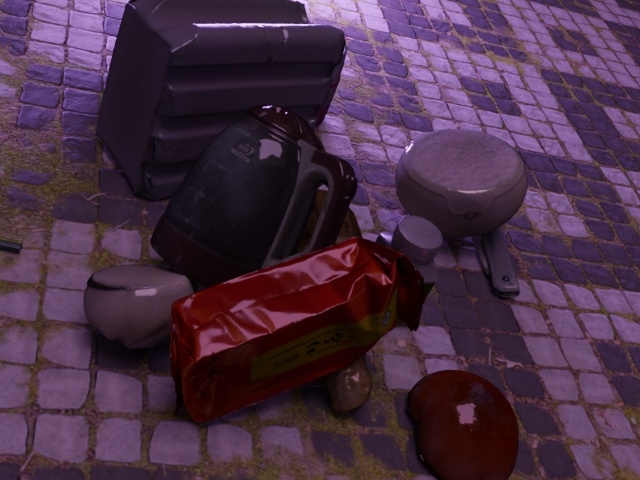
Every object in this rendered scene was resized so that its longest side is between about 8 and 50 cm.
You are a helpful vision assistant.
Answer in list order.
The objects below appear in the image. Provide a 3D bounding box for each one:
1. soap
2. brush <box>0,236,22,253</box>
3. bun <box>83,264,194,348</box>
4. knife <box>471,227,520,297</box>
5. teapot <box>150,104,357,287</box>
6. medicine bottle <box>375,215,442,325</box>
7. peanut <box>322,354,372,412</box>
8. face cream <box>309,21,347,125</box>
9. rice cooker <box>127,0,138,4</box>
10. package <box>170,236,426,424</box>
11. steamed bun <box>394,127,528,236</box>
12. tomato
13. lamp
[{"bbox_3d":[-0.196,-0.306,1.721,0.435,0.350,0.213,-15,44,-40],"label":"soap"},{"bbox_3d":[-0.543,0.001,1.429,0.083,0.019,0.021,18,48,-9],"label":"brush"},{"bbox_3d":[-0.287,0.110,1.351,0.172,0.120,0.173,2,10,0],"label":"bun"},{"bbox_3d":[0.372,0.021,1.857,0.073,0.041,0.265,1,43,-10],"label":"knife"},{"bbox_3d":[-0.092,-0.060,1.424,0.315,0.312,0.233,34,10,35],"label":"teapot"},{"bbox_3d":[0.151,0.051,1.587,0.088,0.188,0.132,2,44,-24],"label":"medicine bottle"},{"bbox_3d":[0.035,0.193,1.445,0.099,0.099,0.214,11,45,-16],"label":"peanut"},{"bbox_3d":[-0.043,-0.387,1.987,0.175,0.195,0.175,15,38,-12],"label":"face cream"},{"bbox_3d":[-0.324,-0.453,1.916,0.244,0.226,0.226,-14,52,-39],"label":"rice cooker"},{"bbox_3d":[-0.041,0.132,1.314,0.423,0.196,0.123,-20,54,-17],"label":"package"},{"bbox_3d":[0.300,-0.111,1.850,0.283,0.177,0.283,1,41,-1],"label":"steamed bun"},{"bbox_3d":[0.258,0.297,1.426,0.199,0.112,0.228,7,44,-23],"label":"tomato"},{"bbox_3d":[0.000,0.000,1.601,0.161,0.161,0.185,5,44,-22],"label":"lamp"}]
